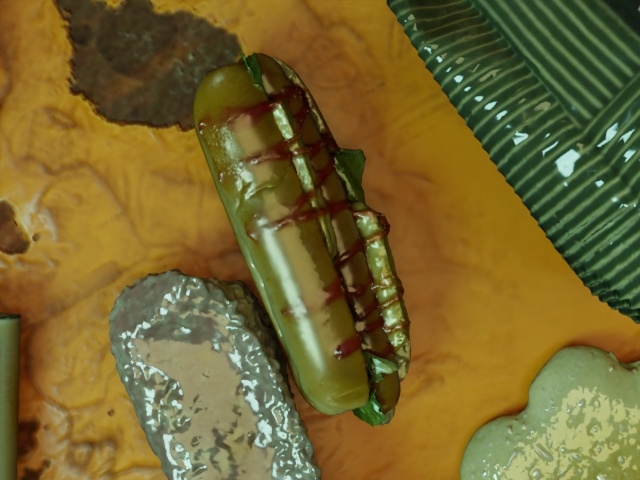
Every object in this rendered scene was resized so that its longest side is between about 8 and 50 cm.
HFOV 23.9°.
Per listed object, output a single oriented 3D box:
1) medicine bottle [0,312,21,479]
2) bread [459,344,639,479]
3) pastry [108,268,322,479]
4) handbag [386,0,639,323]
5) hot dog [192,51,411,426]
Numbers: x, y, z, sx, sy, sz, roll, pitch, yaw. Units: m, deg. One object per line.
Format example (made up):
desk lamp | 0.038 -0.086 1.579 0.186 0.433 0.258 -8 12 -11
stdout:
medicine bottle | -0.224 0.155 0.958 0.074 0.074 0.218 1 92 -5
bread | 0.181 0.195 1.012 0.182 0.039 0.250 4 94 -6
pastry | -0.049 0.143 0.957 0.103 0.112 0.265 -19 83 6
handbag | 0.191 -0.110 0.861 0.240 0.341 0.247 45 102 5
hot dog | 0.000 0.000 0.953 0.076 0.104 0.250 -21 92 36
